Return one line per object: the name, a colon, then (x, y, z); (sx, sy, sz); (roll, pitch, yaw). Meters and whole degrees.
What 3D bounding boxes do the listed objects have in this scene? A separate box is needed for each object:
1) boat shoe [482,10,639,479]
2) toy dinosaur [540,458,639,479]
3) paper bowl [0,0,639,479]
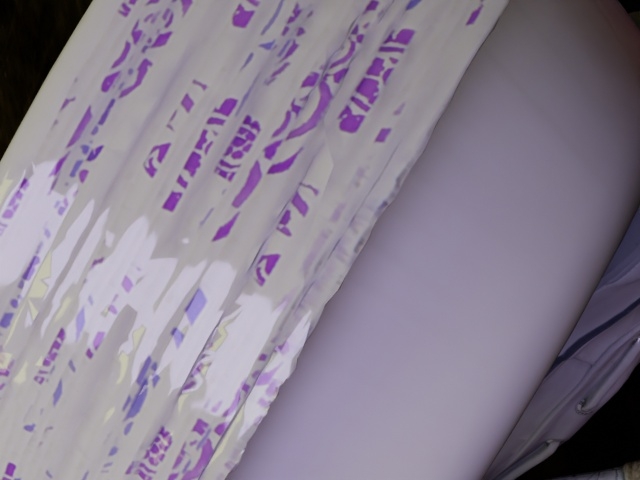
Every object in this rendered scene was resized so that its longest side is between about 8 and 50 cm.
boat shoe: (0.091, 0.013, 0.708); (0.258, 0.084, 0.095); (-50, 51, 39)
toy dinosaur: (0.156, -0.008, 0.466); (0.121, 0.160, 0.314); (52, 145, 44)
paper bowl: (0.000, 0.000, 0.568); (0.148, 0.284, 0.284); (31, 145, 2)
